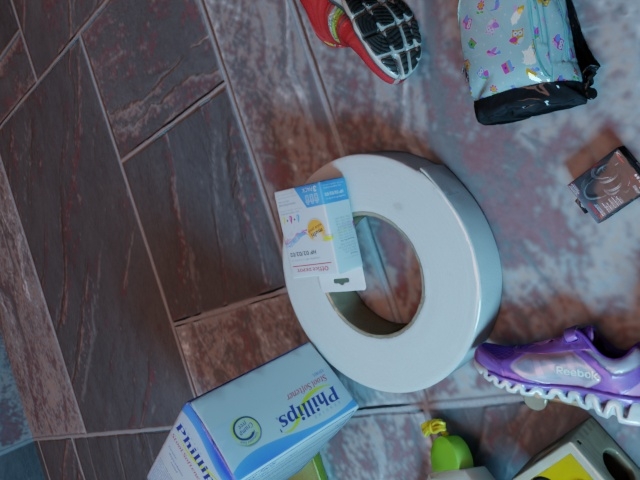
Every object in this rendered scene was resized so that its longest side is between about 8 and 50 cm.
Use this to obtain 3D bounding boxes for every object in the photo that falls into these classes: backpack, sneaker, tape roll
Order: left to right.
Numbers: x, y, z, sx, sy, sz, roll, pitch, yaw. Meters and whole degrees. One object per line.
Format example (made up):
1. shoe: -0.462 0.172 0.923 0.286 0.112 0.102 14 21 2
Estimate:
1. sneaker: 0.049 -0.330 0.935 0.279 0.107 0.118 57 150 20
2. tape roll: 0.098 0.048 0.988 0.392 0.072 0.391 12 108 40
3. backpack: 0.242 -0.242 0.750 0.152 0.115 0.181 -5 95 46
4. sneaker: 0.319 0.156 0.805 0.237 0.095 0.104 8 101 35

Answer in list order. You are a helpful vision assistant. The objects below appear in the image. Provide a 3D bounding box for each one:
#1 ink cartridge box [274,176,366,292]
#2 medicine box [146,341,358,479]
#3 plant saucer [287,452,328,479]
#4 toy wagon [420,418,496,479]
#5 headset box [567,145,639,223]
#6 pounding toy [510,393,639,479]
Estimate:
1. ink cartridge box: 0.000 0.000 0.973 0.104 0.062 0.181 -9 95 44
2. medicine box: -0.121 0.347 1.055 0.149 0.264 0.289 50 134 21
3. plant saucer: -0.056 0.458 1.253 0.188 0.045 0.188 -21 87 44
4. toy wagon: 0.223 0.441 0.921 0.267 0.068 0.344 131 135 -59
5. headset box: 0.351 -0.065 0.752 0.083 0.032 0.062 -44 71 39
6. pounding toy: 0.335 0.287 0.815 0.206 0.094 0.181 50 129 20
